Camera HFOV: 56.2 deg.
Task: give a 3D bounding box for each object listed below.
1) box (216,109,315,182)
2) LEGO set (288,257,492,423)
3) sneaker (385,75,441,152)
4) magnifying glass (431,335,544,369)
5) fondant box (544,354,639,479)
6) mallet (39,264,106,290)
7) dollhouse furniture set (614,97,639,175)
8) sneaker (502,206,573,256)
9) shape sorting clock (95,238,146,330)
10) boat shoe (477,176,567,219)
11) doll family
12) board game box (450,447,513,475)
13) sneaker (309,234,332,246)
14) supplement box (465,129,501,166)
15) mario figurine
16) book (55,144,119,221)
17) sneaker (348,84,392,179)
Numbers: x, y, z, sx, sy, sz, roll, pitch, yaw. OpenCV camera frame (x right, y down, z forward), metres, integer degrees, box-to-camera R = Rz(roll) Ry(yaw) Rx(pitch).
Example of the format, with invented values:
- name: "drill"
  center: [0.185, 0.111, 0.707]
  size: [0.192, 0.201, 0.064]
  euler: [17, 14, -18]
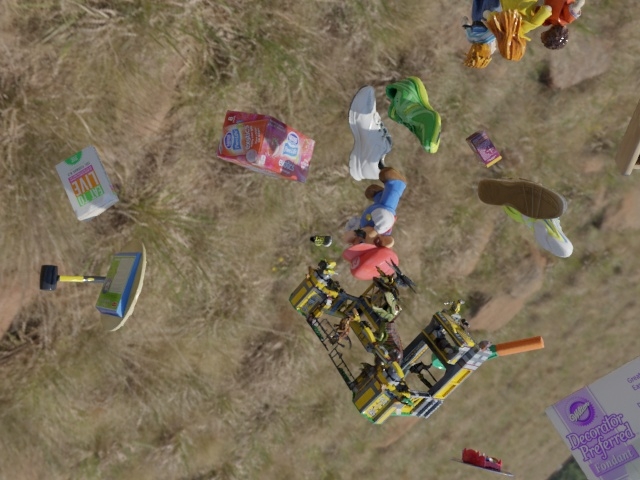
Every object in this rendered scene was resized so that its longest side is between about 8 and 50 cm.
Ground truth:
- name: "box"
  center: [-0.132, -0.234, 1.521]
  size: [0.257, 0.128, 0.122]
  euler: [12, 91, -65]
- name: "LEGO set"
  center: [0.123, 0.131, 0.991]
  size: [0.255, 0.331, 0.192]
  euler: [27, 111, -40]
- name: "sneaker"
  center: [0.255, -0.343, 1.673]
  size: [0.124, 0.295, 0.109]
  euler: [-11, 139, -5]
- name: "magnifying glass"
  center: [0.343, 0.231, 1.244]
  size: [0.231, 0.026, 0.092]
  euler: [-15, 145, 24]
- name: "fondant box"
  center: [0.561, 0.358, 0.954]
  size: [0.238, 0.330, 0.096]
  euler: [-41, 152, 24]
- name: "mallet"
  center: [-0.586, 0.084, 1.455]
  size: [0.190, 0.039, 0.062]
  euler: [-4, 90, -46]
- name: "dollhouse furniture set"
  center: [0.767, -0.104, 1.136]
  size: [0.257, 0.394, 0.362]
  euler: [3, 135, 4]
- name: "sneaker"
  center: [0.603, -0.068, 1.591]
  size: [0.126, 0.240, 0.091]
  euler: [-35, 150, -8]
- name: "shape sorting clock"
  center: [-0.429, 0.096, 1.303]
  size: [0.040, 0.206, 0.206]
  euler: [26, 109, -35]
- name: "boat shoe"
  center: [0.351, -0.080, 1.022]
  size: [0.059, 0.170, 0.062]
  euler: [-18, 117, -31]
- name: "doll family"
  center: [0.274, -0.349, 0.920]
  size: [0.119, 0.263, 0.163]
  euler: [-1, 104, -21]
- name: "board game box"
  center: [0.363, 0.491, 1.345]
  size: [0.168, 0.133, 0.033]
  euler: [51, 51, -68]
- name: "sneaker"
  center: [0.000, 0.000, 1.763]
  size: [0.035, 0.083, 0.031]
  euler: [19, 72, -38]
- name: "supplement box"
  center: [0.407, -0.230, 1.498]
  size: [0.043, 0.083, 0.055]
  euler: [-34, -169, 7]
- name: "mario figurine"
  center: [0.118, -0.046, 1.494]
  size: [0.198, 0.170, 0.320]
  euler: [72, 26, -46]
- name: "book"
  center: [-0.518, -0.127, 1.332]
  size: [0.096, 0.144, 0.035]
  euler: [-30, 166, 5]
- name: "sneaker"
  center: [0.159, -0.325, 1.826]
  size: [0.111, 0.129, 0.297]
  euler: [-40, 132, -50]
